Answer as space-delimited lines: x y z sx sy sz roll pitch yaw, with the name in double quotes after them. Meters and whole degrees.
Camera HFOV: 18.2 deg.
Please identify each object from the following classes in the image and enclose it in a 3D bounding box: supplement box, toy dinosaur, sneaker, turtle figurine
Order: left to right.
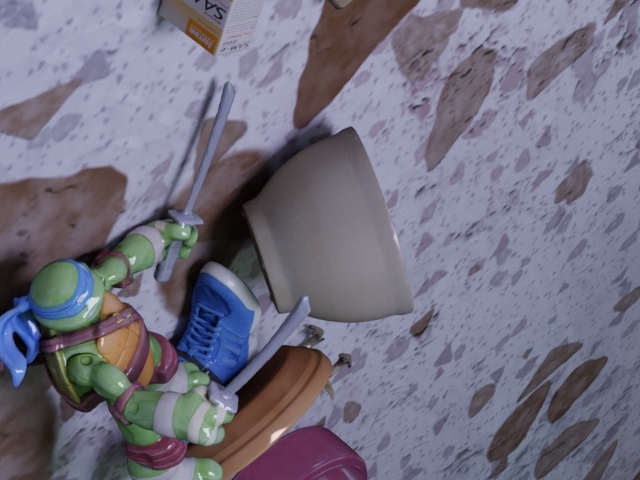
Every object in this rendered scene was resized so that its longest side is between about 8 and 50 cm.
-0.099 0.082 1.523 0.275 0.198 0.266 -38 150 -16 "turtle figurine"
-0.096 0.085 1.683 0.084 0.058 0.152 -48 161 -24 "sneaker"
-0.069 -0.186 1.383 0.036 0.062 0.098 -20 140 -46 "supplement box"
-0.020 0.126 1.879 0.092 0.053 0.183 -43 167 25 "toy dinosaur"

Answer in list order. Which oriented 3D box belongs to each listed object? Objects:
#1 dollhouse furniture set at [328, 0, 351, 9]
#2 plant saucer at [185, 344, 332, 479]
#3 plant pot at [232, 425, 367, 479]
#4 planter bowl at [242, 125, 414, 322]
0.033 -0.243 1.524 0.114 0.091 0.081 -37 -159 23 "dollhouse furniture set"
-0.079 0.153 1.720 0.200 0.037 0.200 -36 -170 8 "plant saucer"
0.005 0.316 1.992 0.201 0.180 0.201 -37 150 -26 "plant pot"
0.000 0.000 1.641 0.109 0.162 0.162 -19 148 -3 "planter bowl"
